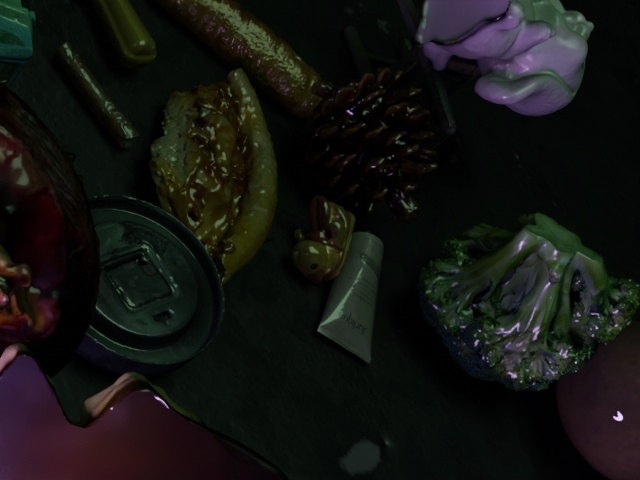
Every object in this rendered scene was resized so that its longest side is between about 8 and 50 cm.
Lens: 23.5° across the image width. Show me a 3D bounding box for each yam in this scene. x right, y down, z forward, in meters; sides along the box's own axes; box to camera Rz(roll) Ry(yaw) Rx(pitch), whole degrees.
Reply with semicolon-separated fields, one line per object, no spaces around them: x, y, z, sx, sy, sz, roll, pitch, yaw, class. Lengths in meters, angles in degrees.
-0.269;-0.173;1.845;0.145;0.032;0.032;54;36;4;yam

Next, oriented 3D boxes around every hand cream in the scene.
0.044;0.062;1.969;0.087;0.054;0.186;33;47;-25;hand cream

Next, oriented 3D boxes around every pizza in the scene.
-0.128;-0.091;1.888;0.182;0.074;0.365;42;35;-27;pizza

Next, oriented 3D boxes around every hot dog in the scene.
-0.105;-0.273;2.083;0.289;0.068;0.083;38;44;-19;hot dog

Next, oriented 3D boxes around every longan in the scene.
0.436;0.231;2.114;0.246;0.215;0.246;-12;90;-71;longan

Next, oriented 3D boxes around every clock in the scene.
-0.207;0.050;1.682;0.215;0.042;0.215;21;47;-24;clock

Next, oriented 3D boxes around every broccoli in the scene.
0.270;0.066;2.043;0.294;0.245;0.265;6;49;-26;broccoli

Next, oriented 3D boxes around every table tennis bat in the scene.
-0.294;-0.352;1.963;0.198;0.050;0.321;-6;61;-49;table tennis bat

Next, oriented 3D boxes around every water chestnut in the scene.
-0.340;0.013;1.326;0.335;0.335;0.347;29;6;-28;water chestnut

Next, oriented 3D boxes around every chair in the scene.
0.157;-0.232;2.270;0.147;0.136;0.270;8;54;-43;chair

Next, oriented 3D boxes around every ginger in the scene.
-0.229;0.238;1.320;0.413;0.358;0.211;9;14;-25;ginger

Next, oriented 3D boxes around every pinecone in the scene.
0.068;-0.123;2.054;0.185;0.168;0.212;-35;111;-49;pinecone

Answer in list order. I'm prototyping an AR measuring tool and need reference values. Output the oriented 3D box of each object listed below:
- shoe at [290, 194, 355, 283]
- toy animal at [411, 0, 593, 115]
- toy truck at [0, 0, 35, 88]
-0.001;-0.002;1.956;0.069;0.072;0.109;41;75;-33;shoe
0.261;-0.278;2.170;0.289;0.174;0.249;38;29;-19;toy animal
-0.441;-0.239;1.595;0.279;0.155;0.156;20;38;-35;toy truck
